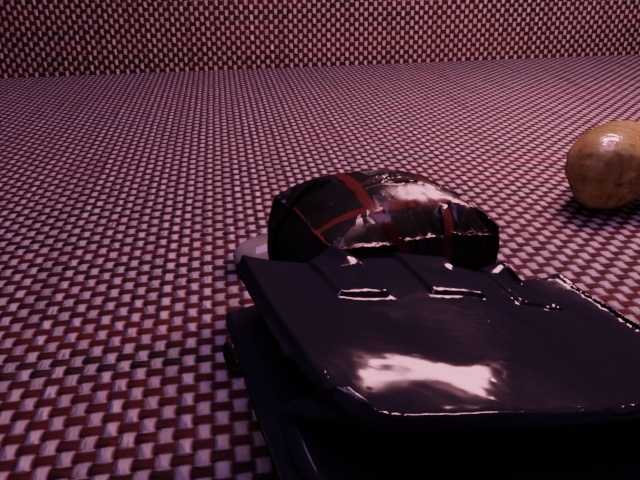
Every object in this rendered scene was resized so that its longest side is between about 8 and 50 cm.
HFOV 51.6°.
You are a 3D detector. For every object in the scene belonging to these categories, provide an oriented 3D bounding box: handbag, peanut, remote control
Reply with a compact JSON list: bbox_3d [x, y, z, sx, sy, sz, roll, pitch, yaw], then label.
[{"bbox_3d":[0.065,0.007,0.707,0.216,0.155,0.169,-8,29,-24],"label":"handbag"},{"bbox_3d":[0.465,-0.121,1.032,0.137,0.122,0.253,23,28,25],"label":"peanut"},{"bbox_3d":[0.000,0.000,0.856,0.229,0.044,0.073,-10,19,-13],"label":"remote control"},{"bbox_3d":[0.101,0.093,0.520,0.326,0.118,0.269,6,21,-21],"label":"handbag"}]

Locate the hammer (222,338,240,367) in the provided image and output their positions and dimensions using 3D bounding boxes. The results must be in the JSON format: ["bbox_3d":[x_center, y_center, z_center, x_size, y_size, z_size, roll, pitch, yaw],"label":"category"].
[{"bbox_3d":[0.009,0.141,0.538,0.058,0.029,0.292,-10,22,-32],"label":"hammer"}]
